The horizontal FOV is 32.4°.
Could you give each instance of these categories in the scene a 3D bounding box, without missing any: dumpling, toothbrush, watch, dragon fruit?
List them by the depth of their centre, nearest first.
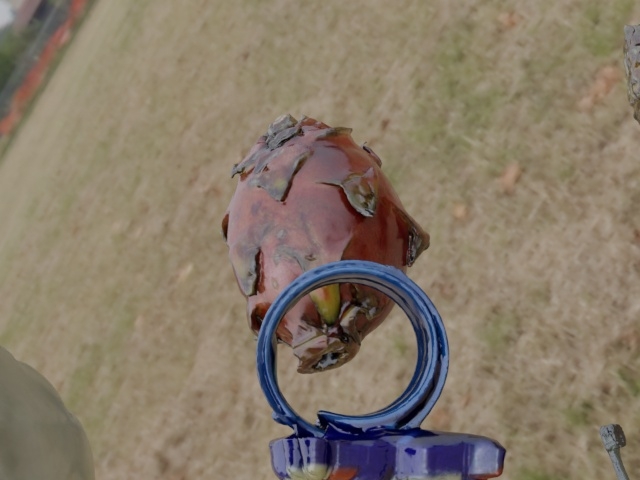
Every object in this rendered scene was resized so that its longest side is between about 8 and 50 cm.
[{"bbox_3d":[-0.263,0.130,0.787,0.243,0.226,0.175,-5,13,46],"label":"dumpling"},{"bbox_3d":[0.037,0.119,0.973,0.171,0.196,0.200,144,125,-74],"label":"watch"},{"bbox_3d":[0.001,0.003,1.347,0.250,0.250,0.315,-52,46,24],"label":"dragon fruit"},{"bbox_3d":[0.466,0.407,1.593,0.030,0.030,0.297,-43,54,48],"label":"toothbrush"}]

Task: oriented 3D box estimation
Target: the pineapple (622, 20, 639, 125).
[{"bbox_3d":[0.550,-0.227,1.316,0.361,0.175,0.175,-8,39,13],"label":"pineapple"}]
